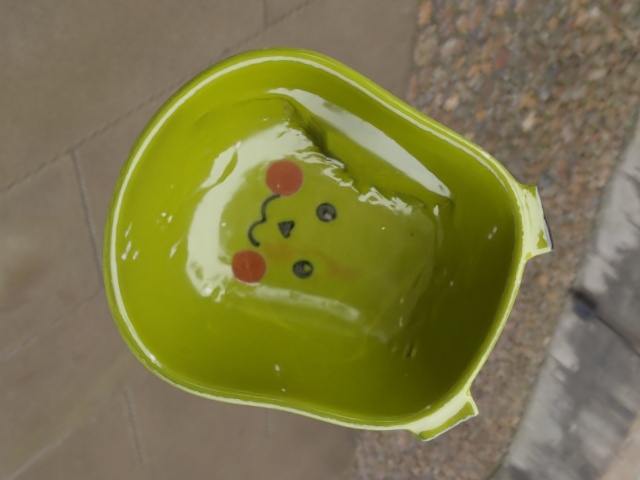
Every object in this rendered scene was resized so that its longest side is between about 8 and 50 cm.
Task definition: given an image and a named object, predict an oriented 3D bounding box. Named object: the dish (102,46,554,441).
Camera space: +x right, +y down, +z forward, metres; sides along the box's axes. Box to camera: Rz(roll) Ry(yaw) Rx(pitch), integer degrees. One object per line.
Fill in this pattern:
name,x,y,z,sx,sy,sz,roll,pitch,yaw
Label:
dish,0.000,0.000,0.730,0.108,0.262,0.221,-102,-147,-80
